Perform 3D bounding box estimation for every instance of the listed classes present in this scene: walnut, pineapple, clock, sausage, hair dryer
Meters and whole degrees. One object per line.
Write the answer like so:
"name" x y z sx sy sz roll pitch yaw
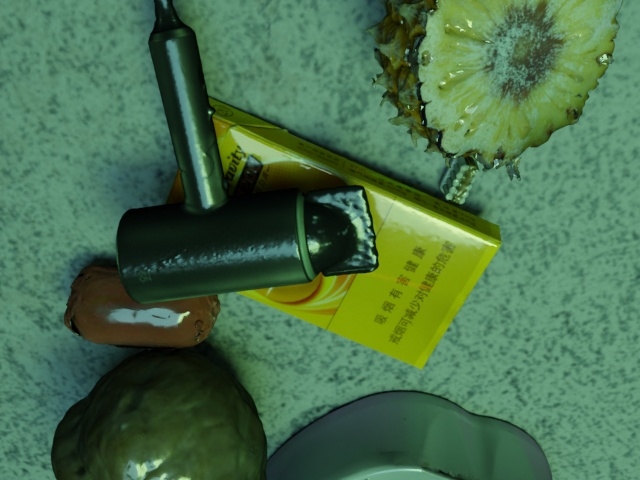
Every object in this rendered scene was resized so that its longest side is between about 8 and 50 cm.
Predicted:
"walnut" -0.143 0.206 0.753 0.224 0.224 0.224 1 122 1
"pineapple" 0.101 -0.148 0.581 0.161 0.137 0.176 1 117 -26
"clock" 0.089 0.321 0.882 0.338 0.102 0.339 1 122 2
"sausage" -0.162 0.061 0.750 0.141 0.076 0.076 4 122 -1
"hair dryer" -0.070 -0.078 0.618 0.195 0.078 0.248 -8 110 10

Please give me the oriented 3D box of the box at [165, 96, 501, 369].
"box" 0.000 0.000 0.710 0.269 0.043 0.152 22 119 -5

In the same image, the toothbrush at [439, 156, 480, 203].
"toothbrush" 0.167 -0.171 0.618 0.025 0.030 0.342 17 121 -11
